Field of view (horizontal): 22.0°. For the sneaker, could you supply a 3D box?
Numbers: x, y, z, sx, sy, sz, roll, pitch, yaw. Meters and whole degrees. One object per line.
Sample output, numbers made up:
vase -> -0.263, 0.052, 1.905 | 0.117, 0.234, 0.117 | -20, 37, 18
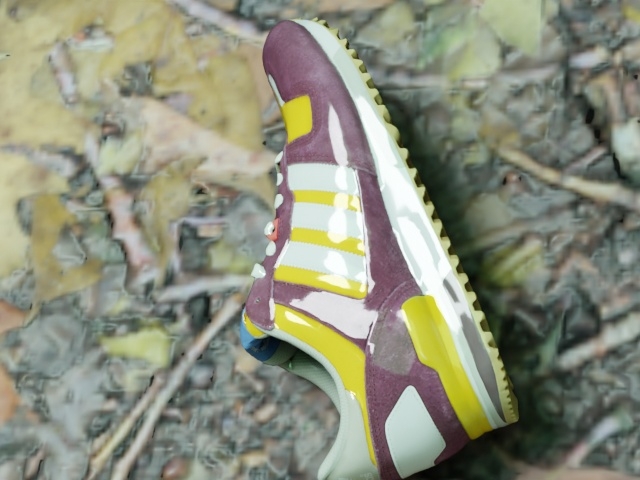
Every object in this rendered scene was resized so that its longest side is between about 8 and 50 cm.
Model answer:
sneaker -> 0.000, 0.000, 0.601 | 0.084, 0.069, 0.185 | -25, 60, 1
